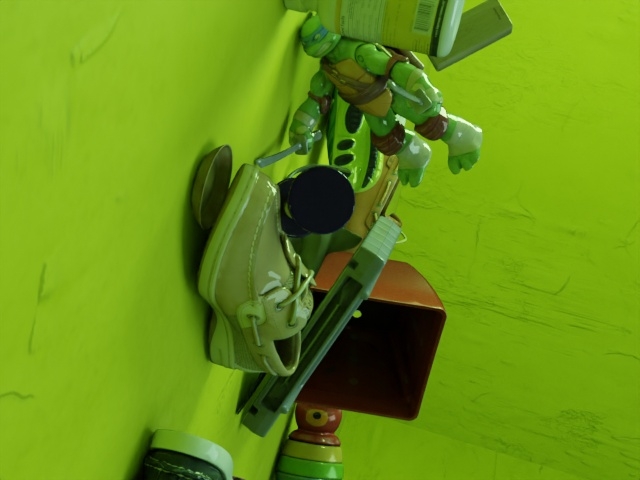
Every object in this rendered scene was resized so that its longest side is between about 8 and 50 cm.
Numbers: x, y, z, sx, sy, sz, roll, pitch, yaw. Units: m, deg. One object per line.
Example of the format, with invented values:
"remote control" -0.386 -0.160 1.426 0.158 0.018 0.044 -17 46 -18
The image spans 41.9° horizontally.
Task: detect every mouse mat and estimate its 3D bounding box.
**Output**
"mouse mat" -0.067 0.169 1.287 0.189 0.007 0.152 -61 176 18

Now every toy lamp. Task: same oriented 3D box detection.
"toy lamp" -0.019 -0.041 0.977 0.275 0.080 0.080 -177 -77 -79

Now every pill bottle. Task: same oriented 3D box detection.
"pill bottle" 0.059 -0.264 0.888 0.103 0.184 0.103 15 90 -82

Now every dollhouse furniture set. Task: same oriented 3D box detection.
"dollhouse furniture set" 0.193 -0.318 1.186 0.151 0.144 0.123 63 2 14

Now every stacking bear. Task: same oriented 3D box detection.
"stacking bear" -0.019 0.483 1.875 0.164 0.175 0.289 56 42 -76

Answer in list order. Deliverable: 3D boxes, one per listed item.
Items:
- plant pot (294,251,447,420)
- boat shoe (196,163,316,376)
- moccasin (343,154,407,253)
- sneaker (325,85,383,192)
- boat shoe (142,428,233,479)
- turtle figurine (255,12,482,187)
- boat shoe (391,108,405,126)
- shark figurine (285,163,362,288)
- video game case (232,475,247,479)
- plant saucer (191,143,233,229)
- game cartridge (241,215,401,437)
"plant pot" 0.082 0.161 1.660 0.235 0.267 0.267 -85 -175 -61
"boat shoe" -0.056 0.044 0.890 0.341 0.110 0.121 97 13 -59
"moccasin" 0.127 -0.048 1.867 0.139 0.147 0.380 0 105 -82
"sneaker" 0.056 -0.225 1.321 0.123 0.109 0.295 -155 -104 -72
"boat shoe" -0.135 0.297 0.918 0.302 0.114 0.091 70 34 -56
"turtle figurine" 0.065 -0.135 1.027 0.198 0.266 0.274 -42 -142 22
"boat shoe" 0.163 -0.297 1.979 0.184 0.066 0.063 -43 150 -56
"shark figurine" 0.008 -0.028 1.246 0.166 0.116 0.278 -66 170 -52
"video game case" -0.167 0.511 1.292 0.210 0.042 0.232 95 13 -50
"plant saucer" -0.103 -0.051 0.782 0.083 0.015 0.083 16 90 -83
"game cartridge" 0.010 0.134 1.354 0.355 0.068 0.230 -57 173 18
